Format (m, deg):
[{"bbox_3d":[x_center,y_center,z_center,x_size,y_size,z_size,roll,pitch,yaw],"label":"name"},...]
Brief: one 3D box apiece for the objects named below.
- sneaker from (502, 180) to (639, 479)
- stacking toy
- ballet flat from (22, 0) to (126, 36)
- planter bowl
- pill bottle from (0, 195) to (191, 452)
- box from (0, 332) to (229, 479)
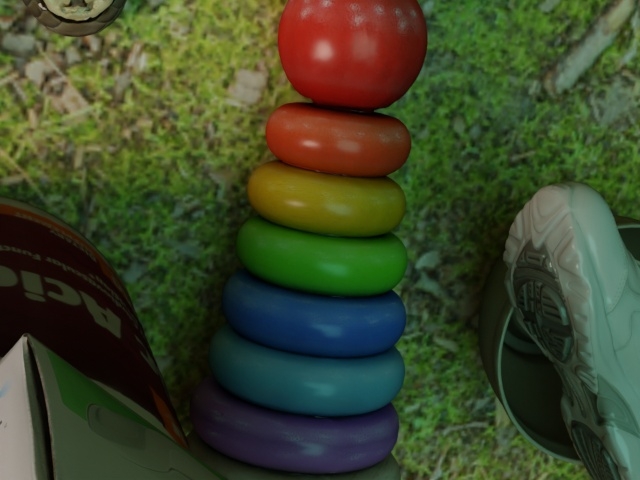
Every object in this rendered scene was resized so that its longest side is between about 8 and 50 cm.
[{"bbox_3d":[0.186,0.050,0.770,0.115,0.090,0.232,-31,122,-12],"label":"sneaker"},{"bbox_3d":[0.000,0.000,0.792,0.141,0.141,0.330,4,102,-17],"label":"stacking toy"},{"bbox_3d":[-0.141,-0.234,0.709,0.084,0.058,0.250,-4,108,-14],"label":"ballet flat"},{"bbox_3d":[0.172,0.052,0.864,0.162,0.109,0.162,-5,108,-14],"label":"planter bowl"},{"bbox_3d":[-0.172,0.129,0.635,0.224,0.392,0.224,-5,109,-15],"label":"pill bottle"},{"bbox_3d":[-0.062,0.204,0.408,0.262,0.127,0.231,40,92,-23],"label":"box"}]
